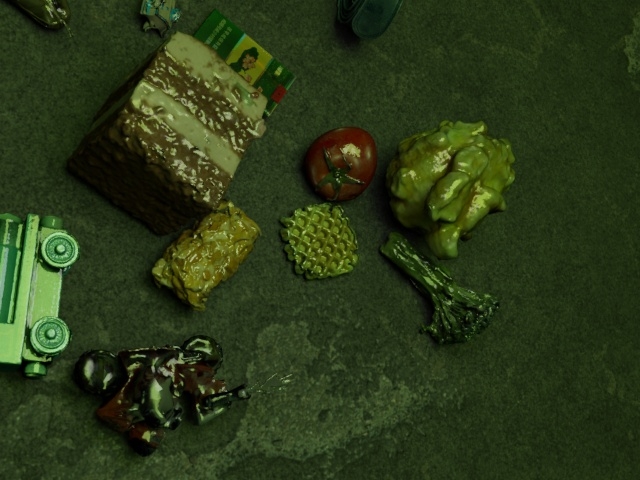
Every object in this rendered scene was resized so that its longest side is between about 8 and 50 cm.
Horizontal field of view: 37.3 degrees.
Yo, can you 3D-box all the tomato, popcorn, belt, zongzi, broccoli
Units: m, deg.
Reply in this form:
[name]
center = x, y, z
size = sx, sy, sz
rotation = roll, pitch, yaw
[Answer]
[tomato]
center = 0.049, -0.177, 2.078
size = 0.167, 0.167, 0.167
rotation = 9, 71, -27
[popcorn]
center = 0.279, -0.135, 2.112
size = 0.335, 0.279, 0.274
rotation = -22, 126, -34
[belt]
center = 0.129, -0.589, 2.212
size = 0.116, 0.206, 0.268
rotation = 20, 76, -23
[zongzi]
center = -0.593, -0.465, 1.866
size = 0.178, 0.081, 0.189
rotation = -22, 100, -11
[broccoli]
center = 0.256, 0.098, 2.125
size = 0.304, 0.145, 0.165
rotation = 43, 54, 3

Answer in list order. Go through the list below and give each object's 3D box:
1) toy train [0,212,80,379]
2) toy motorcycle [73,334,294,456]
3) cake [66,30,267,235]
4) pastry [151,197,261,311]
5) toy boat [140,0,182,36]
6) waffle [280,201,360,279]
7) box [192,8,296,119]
[toy train]
center = -0.538, 0.093, 1.684
size = 0.194, 0.120, 0.298
rotation = 9, 70, -21
[toy motorcycle]
center = -0.250, 0.281, 1.774
size = 0.400, 0.134, 0.207
rotation = -6, 78, -29
[cake]
center = -0.289, -0.202, 1.826
size = 0.255, 0.282, 0.290
rotation = 40, 55, -20
[pastry]
center = -0.223, 0.014, 1.884
size = 0.154, 0.102, 0.250
rotation = 49, 56, -18
[toy boat]
center = -0.337, -0.534, 2.024
size = 0.084, 0.066, 0.210
rotation = 43, 42, -51
[waffle]
center = 0.000, 0.000, 2.057
size = 0.183, 0.036, 0.169
rotation = -12, 78, -33
[box]
center = -0.176, -0.386, 2.079
size = 0.235, 0.034, 0.132
rotation = 38, 60, -14
